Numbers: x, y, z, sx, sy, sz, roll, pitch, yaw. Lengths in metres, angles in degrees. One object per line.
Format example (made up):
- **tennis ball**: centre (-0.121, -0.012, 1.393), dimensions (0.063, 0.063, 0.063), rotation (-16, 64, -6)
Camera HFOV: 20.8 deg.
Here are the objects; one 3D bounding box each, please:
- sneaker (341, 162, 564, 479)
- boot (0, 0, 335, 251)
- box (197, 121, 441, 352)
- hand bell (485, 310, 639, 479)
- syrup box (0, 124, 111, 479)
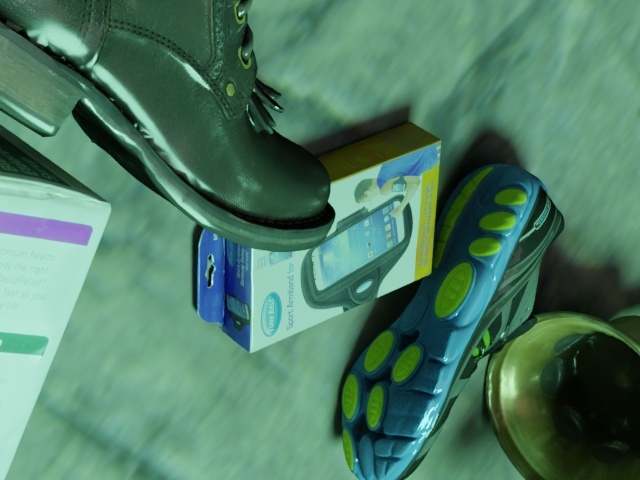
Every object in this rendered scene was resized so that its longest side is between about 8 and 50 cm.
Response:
- **sneaker**: centre (0.075, 0.052, 0.929), dimensions (0.078, 0.067, 0.188), rotation (27, 92, -44)
- **boot**: centre (-0.031, -0.130, 0.687), dimensions (0.263, 0.091, 0.229), rotation (30, 93, -48)
- **box**: centre (0.000, 0.000, 0.852), dimensions (0.136, 0.028, 0.081), rotation (-24, 131, -35)
- **hand bell**: centre (0.218, 0.061, 1.074), dimensions (0.242, 0.126, 0.126), rotation (-28, 134, -47)
- **syrup box**: centre (-0.178, 0.067, 0.668), dimensions (0.096, 0.093, 0.237), rotation (11, 107, -47)
